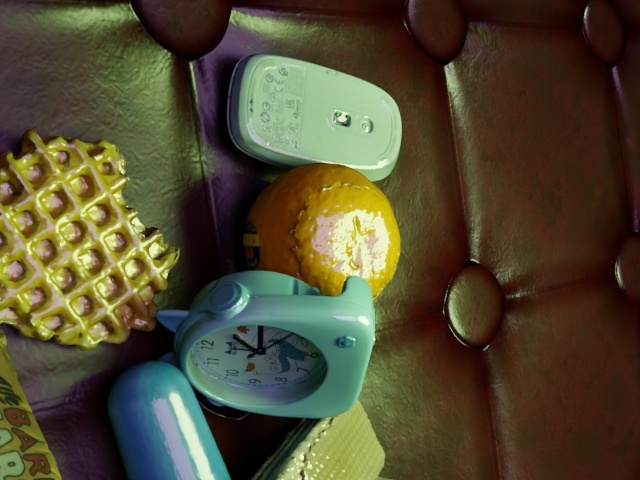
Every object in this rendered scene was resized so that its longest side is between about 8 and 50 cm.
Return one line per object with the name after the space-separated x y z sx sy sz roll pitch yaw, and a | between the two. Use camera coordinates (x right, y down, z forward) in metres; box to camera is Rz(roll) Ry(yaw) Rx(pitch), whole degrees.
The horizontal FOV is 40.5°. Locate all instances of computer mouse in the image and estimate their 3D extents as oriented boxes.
-0.008 -0.171 1.265 0.288 0.097 0.159 9 81 -25 | computer mouse

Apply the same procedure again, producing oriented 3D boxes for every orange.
0.001 0.002 1.192 0.219 0.193 0.219 0 91 -16 | orange

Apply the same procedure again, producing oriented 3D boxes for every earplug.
-0.181 0.280 1.073 0.132 0.132 0.273 -22 95 -37 | earplug

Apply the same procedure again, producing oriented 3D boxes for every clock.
-0.073 0.128 1.111 0.274 0.223 0.094 8 45 -5 | clock

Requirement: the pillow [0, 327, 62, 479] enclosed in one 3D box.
-0.406 0.245 0.847 0.312 0.119 0.310 -15 52 -37 | pillow

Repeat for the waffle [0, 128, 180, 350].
-0.295 -0.001 1.056 0.291 0.051 0.291 2 86 -37 | waffle

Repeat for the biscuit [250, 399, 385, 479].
-0.030 0.336 1.098 0.144 0.078 0.426 65 26 -8 | biscuit

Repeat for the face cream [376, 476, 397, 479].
0.121 0.461 1.245 0.218 0.179 0.218 4 83 -37 | face cream
